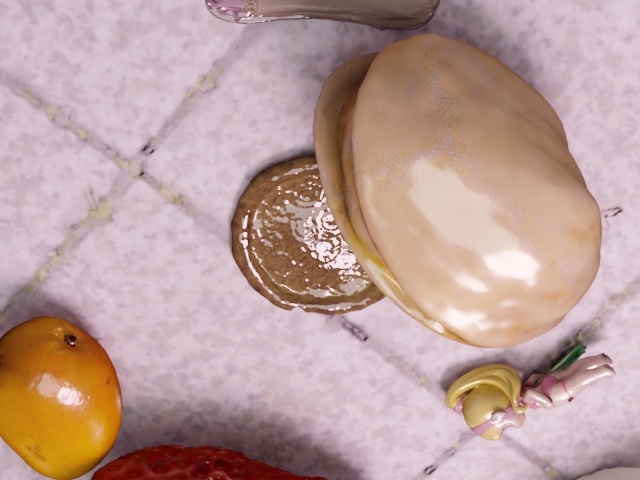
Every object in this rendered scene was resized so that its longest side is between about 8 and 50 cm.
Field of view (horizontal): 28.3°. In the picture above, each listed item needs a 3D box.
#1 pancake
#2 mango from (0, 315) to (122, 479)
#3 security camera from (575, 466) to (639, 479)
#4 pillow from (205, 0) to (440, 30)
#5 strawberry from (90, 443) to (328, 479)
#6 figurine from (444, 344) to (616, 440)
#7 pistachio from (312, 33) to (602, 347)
[{"bbox_3d":[0.000,-0.001,1.323,0.199,0.021,0.199,0,120,-1],"label":"pancake"},{"bbox_3d":[-0.285,0.178,1.367,0.145,0.112,0.219,-4,131,-1],"label":"mango"},{"bbox_3d":[0.368,0.404,1.472,0.194,0.194,0.236,-28,117,13],"label":"security camera"},{"bbox_3d":[0.005,-0.254,1.168,0.232,0.038,0.131,3,122,-7],"label":"pillow"},{"bbox_3d":[-0.096,0.374,1.398,0.310,0.292,0.292,12,122,21],"label":"strawberry"},{"bbox_3d":[0.231,0.162,1.401,0.187,0.083,0.083,-23,118,18],"label":"figurine"},{"bbox_3d":[0.129,-0.044,1.191,0.321,0.238,0.229,53,148,-16],"label":"pistachio"}]
